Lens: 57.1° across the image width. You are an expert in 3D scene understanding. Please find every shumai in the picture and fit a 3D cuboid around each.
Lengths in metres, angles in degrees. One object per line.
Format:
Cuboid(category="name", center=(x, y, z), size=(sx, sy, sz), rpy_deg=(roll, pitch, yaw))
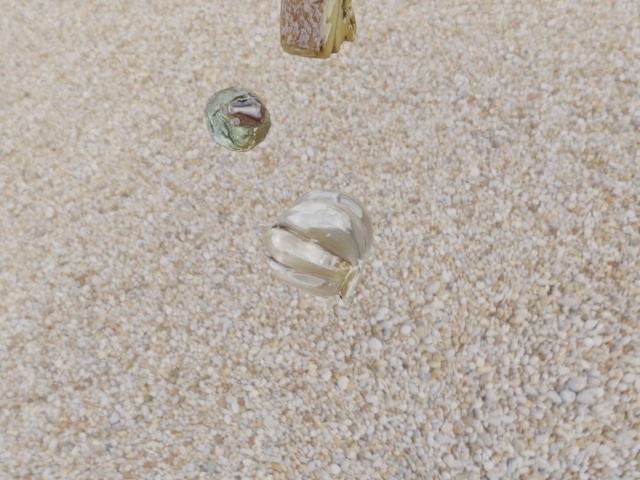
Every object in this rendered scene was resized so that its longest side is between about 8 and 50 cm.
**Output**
Cuboid(category="shumai", center=(-0.243, -0.429, 1.862), size=(0.222, 0.204, 0.272), rpy_deg=(2, 53, -24))

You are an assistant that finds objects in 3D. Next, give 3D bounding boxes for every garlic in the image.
Cuboid(category="garlic", center=(0.000, 0.000, 1.338), size=(0.292, 0.210, 0.237), rpy_deg=(39, 109, 5))

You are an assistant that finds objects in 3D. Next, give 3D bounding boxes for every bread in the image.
Cuboid(category="bread", center=(0.003, -0.753, 1.887), size=(0.167, 0.325, 0.277), rpy_deg=(-8, 25, -39))
